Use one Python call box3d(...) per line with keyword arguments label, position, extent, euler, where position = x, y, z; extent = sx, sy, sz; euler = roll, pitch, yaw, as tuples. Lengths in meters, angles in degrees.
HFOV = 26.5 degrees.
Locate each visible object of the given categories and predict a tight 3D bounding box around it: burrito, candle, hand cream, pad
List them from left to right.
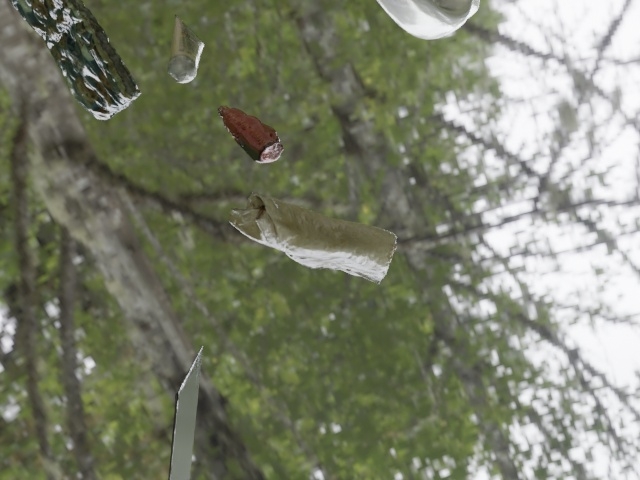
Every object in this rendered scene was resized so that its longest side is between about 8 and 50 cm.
box3d(label="pad", position=(-0.143, 0.226, 1.386), extent=(0.005, 0.202, 0.300), euler=(6, -175, -1))
box3d(label="hand cream", position=(-0.187, -0.261, 1.862), extent=(0.039, 0.061, 0.143), euler=(-39, -156, 20))
box3d(label="candle", position=(-0.106, -0.162, 2.000), extent=(0.053, 0.048, 0.162), euler=(-53, -135, 5))
box3d(label="burrito", position=(0.000, 0.000, 1.533), extent=(0.087, 0.226, 0.060), euler=(-18, -119, 50))

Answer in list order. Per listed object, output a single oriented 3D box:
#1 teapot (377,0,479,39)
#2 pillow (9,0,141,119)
box3d(label="teapot", position=(0.004, -0.252, 0.775), extent=(0.208, 0.300, 0.166), euler=(-22, -177, 17))
box3d(label="pillow", position=(-0.322, -0.267, 1.696), extent=(0.034, 0.255, 0.189), euler=(-39, -168, -22))
